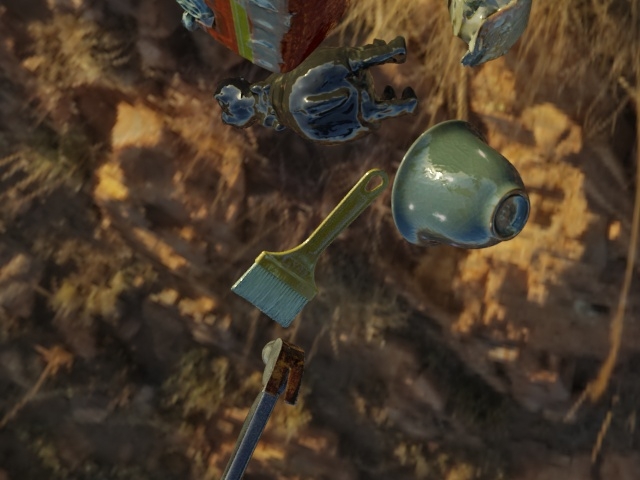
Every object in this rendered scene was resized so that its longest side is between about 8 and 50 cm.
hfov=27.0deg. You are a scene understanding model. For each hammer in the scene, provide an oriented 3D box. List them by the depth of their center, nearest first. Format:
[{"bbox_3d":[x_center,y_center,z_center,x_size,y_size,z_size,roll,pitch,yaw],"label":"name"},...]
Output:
[{"bbox_3d":[-0.086,0.235,1.326,0.037,0.290,0.137,25,173,-7],"label":"hammer"}]

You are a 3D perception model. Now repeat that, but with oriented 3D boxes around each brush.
[{"bbox_3d":[0.000,0.000,1.426,0.083,0.011,0.205,37,103,-27],"label":"brush"}]

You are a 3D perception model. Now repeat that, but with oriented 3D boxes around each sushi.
[{"bbox_3d":[0.196,-0.301,1.452,0.109,0.273,0.134,-2,139,-5],"label":"sushi"}]

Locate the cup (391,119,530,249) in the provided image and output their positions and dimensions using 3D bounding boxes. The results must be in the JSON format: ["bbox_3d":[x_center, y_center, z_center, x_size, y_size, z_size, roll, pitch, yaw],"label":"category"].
[{"bbox_3d":[0.224,-0.059,1.931,0.150,0.199,0.199,29,144,45],"label":"cup"}]

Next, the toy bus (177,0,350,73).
[{"bbox_3d":[-0.035,-0.219,0.958,0.120,0.121,0.265,39,167,8],"label":"toy bus"}]

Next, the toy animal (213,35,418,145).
[{"bbox_3d":[-0.001,-0.169,1.535,0.168,0.343,0.106,-17,100,-19],"label":"toy animal"}]
